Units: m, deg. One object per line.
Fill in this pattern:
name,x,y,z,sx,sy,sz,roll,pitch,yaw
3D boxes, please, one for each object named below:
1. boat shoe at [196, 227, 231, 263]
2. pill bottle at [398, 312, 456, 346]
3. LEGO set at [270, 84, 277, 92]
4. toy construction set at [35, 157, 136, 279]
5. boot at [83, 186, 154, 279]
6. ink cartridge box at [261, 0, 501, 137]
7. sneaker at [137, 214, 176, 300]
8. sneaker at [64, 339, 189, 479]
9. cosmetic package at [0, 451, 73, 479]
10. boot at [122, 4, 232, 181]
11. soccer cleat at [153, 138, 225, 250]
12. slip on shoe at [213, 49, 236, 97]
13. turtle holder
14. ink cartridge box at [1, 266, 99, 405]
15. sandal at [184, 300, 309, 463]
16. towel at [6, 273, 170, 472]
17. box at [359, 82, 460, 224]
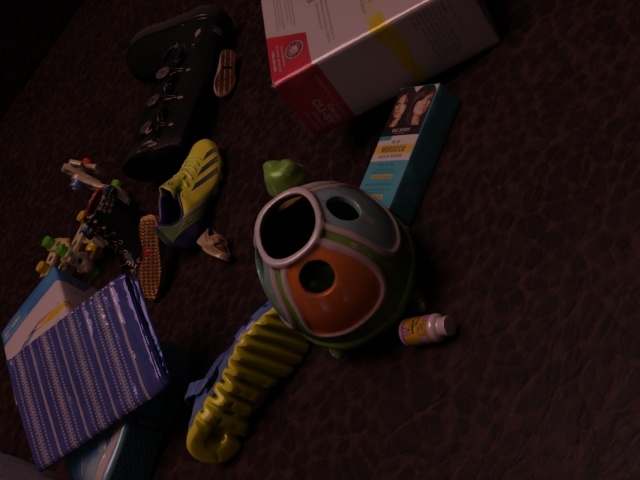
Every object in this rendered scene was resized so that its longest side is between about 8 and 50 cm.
boat shoe,-0.211,0.007,2.038,0.045,0.050,0.135,-61,34,3
pill bottle,0.159,0.131,1.486,0.083,0.043,0.043,-16,51,44
LEGO set,0.012,-0.372,2.054,0.093,0.087,0.227,16,69,52
toy construction set,-0.570,-0.045,2.453,0.215,0.151,0.327,-7,67,48
boot,-0.447,0.014,2.207,0.085,0.179,0.236,-19,48,42
ink cartridge box,0.102,-0.399,1.827,0.385,0.160,0.279,-26,43,18
sneaker,-0.342,0.038,2.170,0.070,0.084,0.185,-1,85,32
sneaker,-0.382,0.327,1.904,0.208,0.127,0.319,4,64,45
cosmetic package,-0.540,0.582,1.716,0.394,0.329,0.327,21,80,56
boot,-0.395,-0.333,2.485,0.367,0.146,0.445,-21,52,43
soccer cleat,-0.285,-0.115,2.167,0.093,0.121,0.289,-22,46,40
slip on shoe,-0.226,-0.390,2.400,0.041,0.052,0.135,103,169,-61
turtle holder,0.015,0.001,1.569,0.243,0.227,0.320,-15,54,32
ink cartridge box,-0.509,0.230,2.087,0.197,0.198,0.270,-50,34,7
sandal,-0.137,0.216,1.716,0.317,0.126,0.138,-52,30,3
towel,-0.428,0.242,1.853,0.336,0.040,0.243,-34,63,20
box,0.146,-0.146,1.718,0.101,0.060,0.244,2,64,51
